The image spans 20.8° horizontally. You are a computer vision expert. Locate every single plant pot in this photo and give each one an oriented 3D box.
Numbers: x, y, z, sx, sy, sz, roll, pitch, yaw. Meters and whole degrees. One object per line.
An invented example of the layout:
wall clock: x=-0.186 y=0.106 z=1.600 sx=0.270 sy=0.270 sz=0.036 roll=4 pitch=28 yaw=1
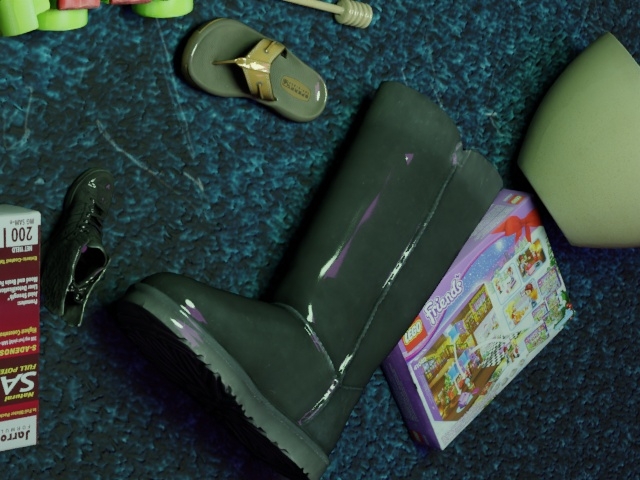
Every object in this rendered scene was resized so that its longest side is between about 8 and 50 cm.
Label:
plant pot: x=0.366 y=-0.099 z=2.241 sx=0.191 sy=0.284 sz=0.284 roll=-33 pitch=126 yaw=7

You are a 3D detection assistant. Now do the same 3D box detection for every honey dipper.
honey dipper: x=-0.008 y=-0.270 z=1.995 sx=0.160 sy=0.030 sz=0.030 roll=6 pitch=94 yaw=-41

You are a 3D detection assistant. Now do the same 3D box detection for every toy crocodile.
toy crocodile: x=-0.199 y=-0.274 z=1.754 sx=0.340 sy=0.105 sz=0.115 roll=-16 pitch=119 yaw=-40

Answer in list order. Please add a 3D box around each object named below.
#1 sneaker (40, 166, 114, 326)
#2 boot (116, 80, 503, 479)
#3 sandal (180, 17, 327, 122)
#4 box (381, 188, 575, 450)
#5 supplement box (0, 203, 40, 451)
sneaker: x=-0.241 y=0.004 z=1.787 sx=0.051 sy=0.089 sz=0.170 roll=43 pitch=69 yaw=-39
boot: x=0.001 y=0.001 z=1.969 sx=0.445 sy=0.146 sz=0.367 roll=-55 pitch=137 yaw=-17
sandal: x=-0.062 y=-0.184 z=1.938 sx=0.219 sy=0.060 sz=0.090 roll=25 pitch=80 yaw=-42
box: x=0.195 y=0.098 z=2.229 sx=0.293 sy=0.057 sz=0.201 roll=-41 pitch=123 yaw=-30
supplement box: x=-0.348 y=0.090 z=1.716 sx=0.130 sy=0.073 sz=0.239 roll=-7 pitch=103 yaw=-42
